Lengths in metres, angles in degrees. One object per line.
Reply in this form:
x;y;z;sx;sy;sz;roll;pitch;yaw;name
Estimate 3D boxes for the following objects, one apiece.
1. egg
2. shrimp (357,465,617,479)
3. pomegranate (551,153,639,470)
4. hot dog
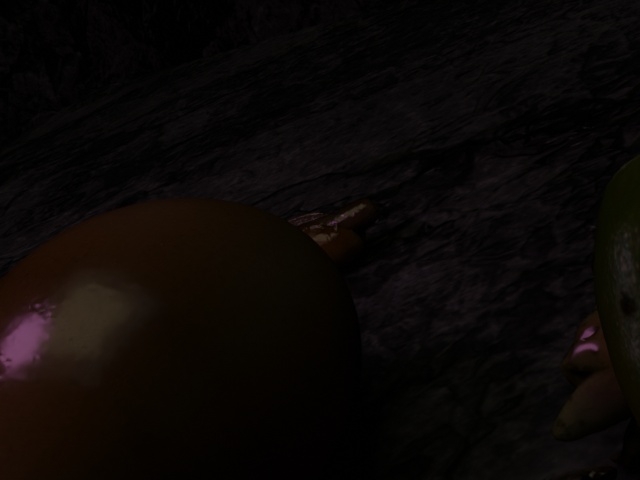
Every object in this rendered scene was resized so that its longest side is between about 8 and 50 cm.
-0.101;0.096;0.691;0.250;0.250;0.322;-9;21;35;egg
0.076;0.171;0.627;0.195;0.035;0.148;-30;19;-12;shrimp
0.245;0.036;0.503;0.260;0.260;0.340;-41;-5;-37;pomegranate
-0.001;0.001;1.087;0.140;0.060;0.089;-11;29;24;hot dog
